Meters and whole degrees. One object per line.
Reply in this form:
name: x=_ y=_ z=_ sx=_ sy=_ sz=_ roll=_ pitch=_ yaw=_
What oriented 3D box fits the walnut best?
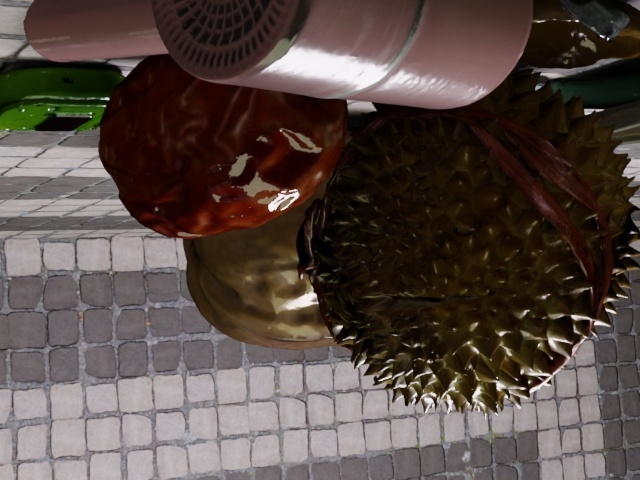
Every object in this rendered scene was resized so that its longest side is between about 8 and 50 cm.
walnut: x=0.000 y=-0.003 z=1.470 sx=0.344 sy=0.306 sz=0.306 roll=4 pitch=174 yaw=-10

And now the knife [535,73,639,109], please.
knife: x=0.236 y=-0.161 z=1.263 sx=0.261 sy=0.034 sz=0.063 roll=-2 pitch=177 yaw=0

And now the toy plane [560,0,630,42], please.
toy plane: x=0.164 y=-0.172 z=0.640 sx=0.092 sy=0.108 sz=0.286 roll=-51 pitch=156 yaw=22

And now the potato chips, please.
potato chips: x=0.194 y=-0.174 z=0.922 sx=0.150 sy=0.049 sz=0.202 roll=-1 pitch=-179 yaw=42

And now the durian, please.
durian: x=0.139 y=-0.007 z=1.115 sx=0.348 sy=0.384 sz=0.347 roll=1 pitch=132 yaw=1

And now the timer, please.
timer: x=-0.253 y=-0.130 z=1.089 sx=0.128 sy=0.047 sz=0.140 roll=-2 pitch=175 yaw=-31

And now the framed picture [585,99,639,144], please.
framed picture: x=0.500 y=-0.156 z=1.304 sx=0.446 sy=0.028 sz=0.326 roll=-8 pitch=178 yaw=-34

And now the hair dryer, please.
hair dryer: x=-0.063 y=-0.151 z=0.744 sx=0.353 sy=0.125 sz=0.210 roll=5 pitch=-176 yaw=42

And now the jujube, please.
jujube: x=-0.085 y=-0.090 z=0.971 sx=0.174 sy=0.174 sz=0.250 roll=0 pitch=168 yaw=-43
